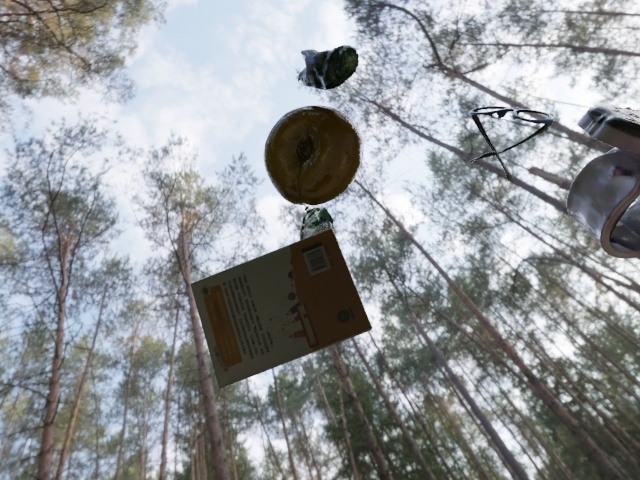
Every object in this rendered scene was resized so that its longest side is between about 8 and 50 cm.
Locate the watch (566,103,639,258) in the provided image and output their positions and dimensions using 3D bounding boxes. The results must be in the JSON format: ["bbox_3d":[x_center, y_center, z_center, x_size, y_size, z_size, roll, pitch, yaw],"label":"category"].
[{"bbox_3d":[0.526,-0.099,0.799,0.244,0.196,0.231,4,-48,-16],"label":"watch"}]

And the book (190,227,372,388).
[{"bbox_3d":[-0.078,0.120,0.862,0.295,0.208,0.020,-21,-19,2],"label":"book"}]

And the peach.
[{"bbox_3d":[-0.019,-0.203,1.121,0.251,0.251,0.153,-52,-22,14],"label":"peach"}]

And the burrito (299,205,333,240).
[{"bbox_3d":[-0.008,-0.024,1.207,0.104,0.288,0.054,-41,-68,17],"label":"burrito"}]

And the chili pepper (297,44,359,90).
[{"bbox_3d":[0.002,-0.393,1.068,0.061,0.224,0.098,-11,-71,-32],"label":"chili pepper"}]

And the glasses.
[{"bbox_3d":[0.492,-0.278,1.262,0.102,0.239,0.207,17,-86,-42],"label":"glasses"}]

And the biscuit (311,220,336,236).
[{"bbox_3d":[0.000,0.000,0.952,0.023,0.084,0.084,33,-75,-20],"label":"biscuit"}]
